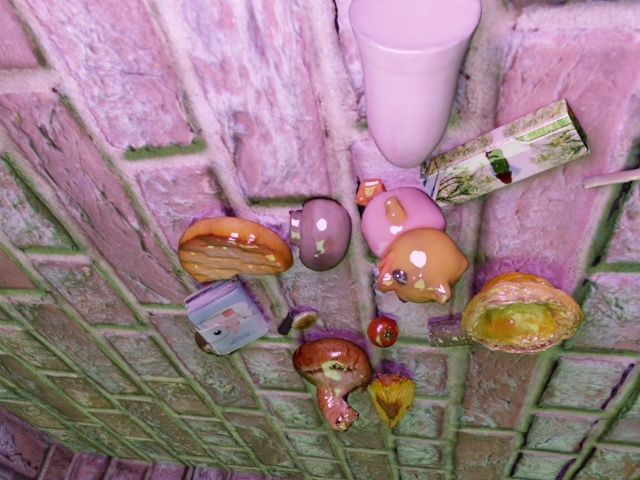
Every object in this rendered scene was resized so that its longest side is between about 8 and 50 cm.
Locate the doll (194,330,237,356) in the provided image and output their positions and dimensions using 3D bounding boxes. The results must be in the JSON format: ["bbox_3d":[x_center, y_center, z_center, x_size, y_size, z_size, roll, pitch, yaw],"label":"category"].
[{"bbox_3d":[-0.325,0.290,1.663,0.145,0.096,0.188,-11,128,16],"label":"doll"}]

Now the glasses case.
[{"bbox_3d":[0.315,-0.142,0.955,0.272,0.062,0.095,-23,131,37],"label":"glasses case"}]

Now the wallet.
[{"bbox_3d":[-0.260,0.213,1.520,0.176,0.075,0.250,-28,139,-4],"label":"wallet"}]

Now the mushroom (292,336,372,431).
[{"bbox_3d":[0.030,0.403,1.640,0.267,0.254,0.267,7,117,15],"label":"mushroom"}]

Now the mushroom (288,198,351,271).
[{"bbox_3d":[0.000,0.000,1.193,0.141,0.117,0.188,0,139,-4],"label":"mushroom"}]

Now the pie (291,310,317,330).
[{"bbox_3d":[-0.043,0.227,1.538,0.084,0.020,0.084,-17,144,-13],"label":"pie"}]

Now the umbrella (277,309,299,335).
[{"bbox_3d":[-0.091,0.241,1.586,0.036,0.031,0.133,-2,149,-26],"label":"umbrella"}]

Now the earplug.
[{"bbox_3d":[0.133,-0.223,0.830,0.172,0.172,0.301,5,149,8],"label":"earplug"}]

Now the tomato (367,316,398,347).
[{"bbox_3d":[0.168,0.250,1.490,0.087,0.087,0.075,34,177,-27],"label":"tomato"}]

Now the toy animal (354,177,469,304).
[{"bbox_3d":[0.173,0.012,1.034,0.169,0.281,0.195,-17,138,4],"label":"toy animal"}]

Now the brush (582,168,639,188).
[{"bbox_3d":[0.553,-0.121,0.945,0.178,0.033,0.030,-8,133,23],"label":"brush"}]

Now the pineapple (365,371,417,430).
[{"bbox_3d":[0.223,0.480,1.778,0.164,0.140,0.250,33,146,48],"label":"pineapple"}]

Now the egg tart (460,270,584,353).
[{"bbox_3d":[0.465,0.167,1.272,0.288,0.118,0.288,5,140,5],"label":"egg tart"}]

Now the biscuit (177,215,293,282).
[{"bbox_3d":[-0.209,0.020,1.277,0.274,0.091,0.213,-2,144,20],"label":"biscuit"}]

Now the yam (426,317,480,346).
[{"bbox_3d":[0.362,0.241,1.433,0.179,0.078,0.078,-10,138,31],"label":"yam"}]
